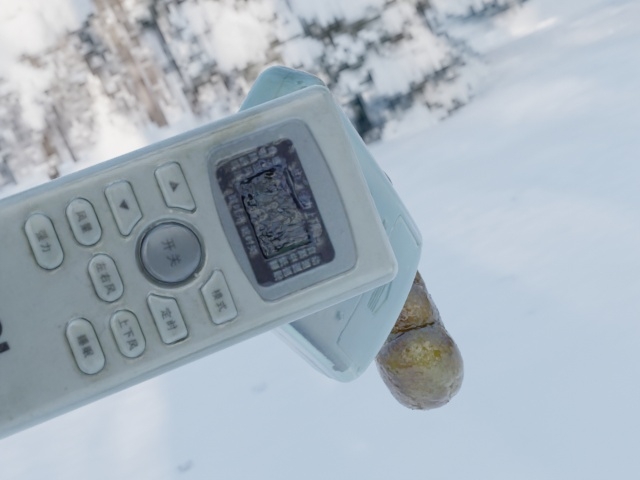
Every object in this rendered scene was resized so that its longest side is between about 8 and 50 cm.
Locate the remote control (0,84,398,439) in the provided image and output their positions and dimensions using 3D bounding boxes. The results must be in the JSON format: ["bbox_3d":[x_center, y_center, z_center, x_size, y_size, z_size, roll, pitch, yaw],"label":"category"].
[{"bbox_3d":[-0.069,0.009,0.513,0.190,0.087,0.029,-21,1,-13],"label":"remote control"}]

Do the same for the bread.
[{"bbox_3d":[0.067,0.048,1.429,0.084,0.124,0.344,-17,42,-5],"label":"bread"}]

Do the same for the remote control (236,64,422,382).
[{"bbox_3d":[0.000,0.000,0.897,0.140,0.056,0.296,-62,-25,-10],"label":"remote control"}]
